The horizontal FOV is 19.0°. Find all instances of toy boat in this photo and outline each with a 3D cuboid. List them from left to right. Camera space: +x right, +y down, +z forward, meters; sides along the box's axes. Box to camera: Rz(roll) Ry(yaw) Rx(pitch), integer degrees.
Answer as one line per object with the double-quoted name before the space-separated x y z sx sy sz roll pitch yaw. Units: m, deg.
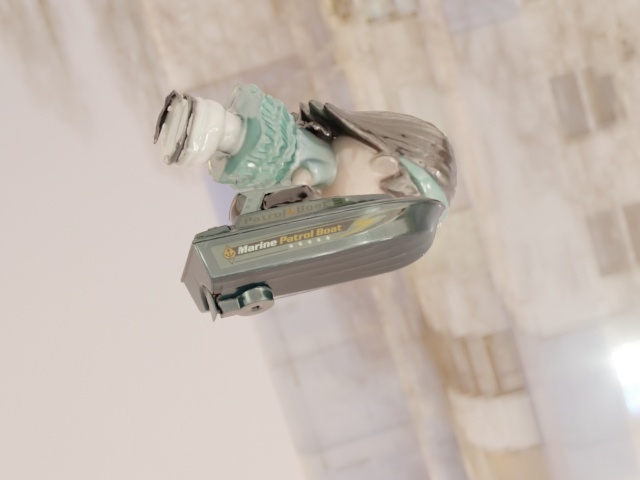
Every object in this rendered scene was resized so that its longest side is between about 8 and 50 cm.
"toy boat" 0.000 0.000 0.975 0.141 0.060 0.055 -12 160 -16

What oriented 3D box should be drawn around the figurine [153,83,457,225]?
"figurine" -0.009 -0.065 1.525 0.245 0.110 0.138 15 180 -20
